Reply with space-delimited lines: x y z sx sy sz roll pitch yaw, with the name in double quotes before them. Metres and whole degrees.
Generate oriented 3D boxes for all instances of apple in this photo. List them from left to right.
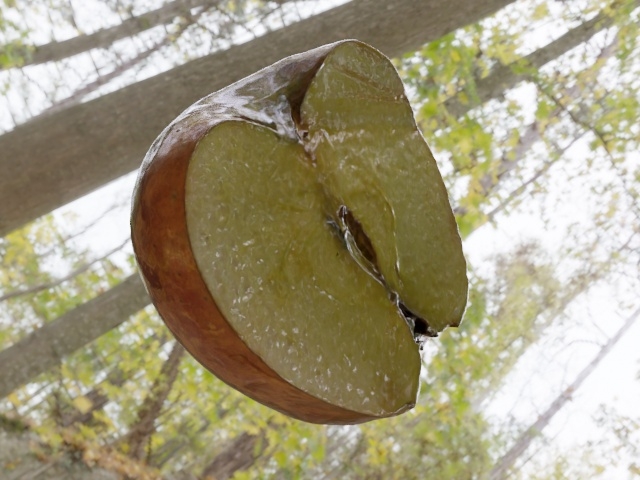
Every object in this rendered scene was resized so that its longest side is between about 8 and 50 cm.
"apple" 0.000 0.000 0.904 0.365 0.328 0.295 56 0 -22
